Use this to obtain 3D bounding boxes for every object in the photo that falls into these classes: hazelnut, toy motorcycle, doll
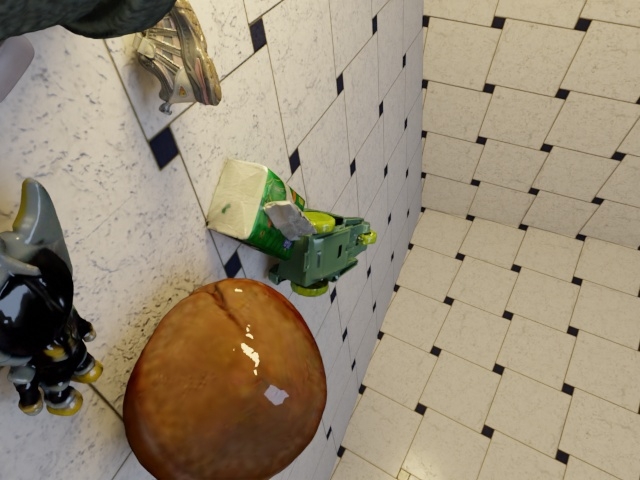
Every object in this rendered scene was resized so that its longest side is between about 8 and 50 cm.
[{"bbox_3d":[-0.156,0.247,0.757,0.372,0.315,0.372,-48,175,-5],"label":"hazelnut"},{"bbox_3d":[0.000,0.000,1.169,0.326,0.199,0.191,-20,121,-53],"label":"toy motorcycle"},{"bbox_3d":[-0.319,0.083,0.495,0.145,0.103,0.317,-44,150,-38],"label":"doll"}]

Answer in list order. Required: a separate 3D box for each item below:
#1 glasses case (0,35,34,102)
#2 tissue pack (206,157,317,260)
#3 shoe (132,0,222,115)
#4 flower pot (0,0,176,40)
[{"bbox_3d":[-0.323,-0.175,0.450,0.032,0.021,0.084,55,51,-60],"label":"glasses case"},{"bbox_3d":[-0.101,-0.051,0.908,0.209,0.156,0.148,39,68,-68],"label":"tissue pack"},{"bbox_3d":[-0.206,-0.265,0.614,0.089,0.092,0.180,-96,167,-75],"label":"shoe"},{"bbox_3d":[-0.228,-0.300,0.307,0.283,0.298,0.299,-43,141,-43],"label":"flower pot"}]
